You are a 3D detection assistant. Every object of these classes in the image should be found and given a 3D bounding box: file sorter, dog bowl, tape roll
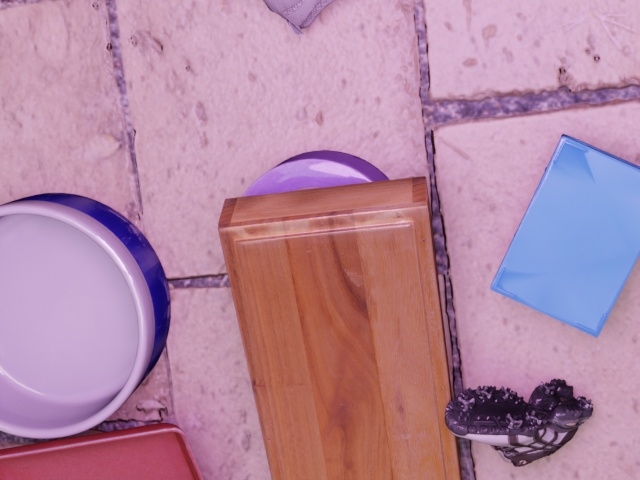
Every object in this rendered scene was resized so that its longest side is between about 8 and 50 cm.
[{"bbox_3d":[0.264,-0.012,1.244,0.118,0.104,0.170,24,105,4],"label":"file sorter"},{"bbox_3d":[-0.306,0.081,1.360,0.265,0.104,0.265,2,102,10],"label":"dog bowl"},{"bbox_3d":[0.000,0.000,1.305,0.189,0.080,0.189,2,101,9],"label":"tape roll"}]

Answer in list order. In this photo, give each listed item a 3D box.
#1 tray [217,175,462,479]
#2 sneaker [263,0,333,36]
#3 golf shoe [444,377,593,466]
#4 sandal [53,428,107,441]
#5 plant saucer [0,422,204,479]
[{"bbox_3d":[0.033,0.143,1.263,0.203,0.076,0.411,-6,117,7],"label":"tray"},{"bbox_3d":[0.052,-0.321,1.241,0.281,0.105,0.115,-31,128,10],"label":"sneaker"},{"bbox_3d":[0.201,0.203,1.268,0.077,0.198,0.094,48,125,43],"label":"golf shoe"},{"bbox_3d":[-0.236,0.276,1.415,0.180,0.049,0.072,25,104,4],"label":"sandal"},{"bbox_3d":[-0.241,0.309,1.378,0.259,0.047,0.258,-10,124,9],"label":"plant saucer"}]
